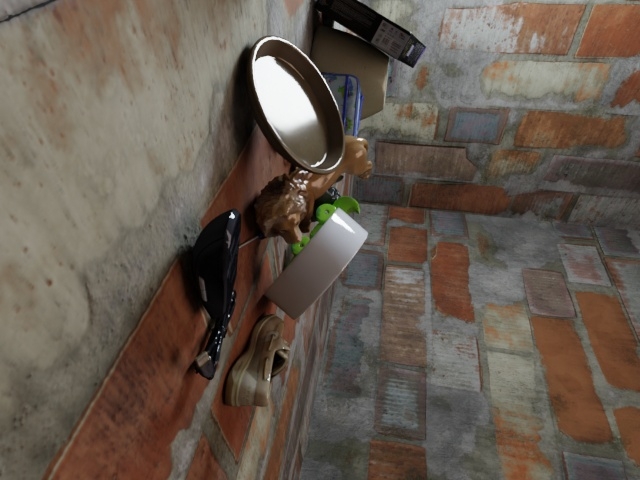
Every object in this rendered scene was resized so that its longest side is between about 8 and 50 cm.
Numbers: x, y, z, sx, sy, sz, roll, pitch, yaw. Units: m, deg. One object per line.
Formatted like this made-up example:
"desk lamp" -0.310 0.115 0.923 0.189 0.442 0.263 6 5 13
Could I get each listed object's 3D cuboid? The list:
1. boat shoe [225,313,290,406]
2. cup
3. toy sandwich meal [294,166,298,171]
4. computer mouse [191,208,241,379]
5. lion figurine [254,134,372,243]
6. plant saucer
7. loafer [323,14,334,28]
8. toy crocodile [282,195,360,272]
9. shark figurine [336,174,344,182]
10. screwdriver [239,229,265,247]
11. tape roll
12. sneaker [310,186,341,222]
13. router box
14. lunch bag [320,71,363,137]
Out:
"boat shoe" -0.117 0.265 0.945 0.302 0.098 0.109 -59 155 -72
"cup" 0.105 -0.538 1.415 0.331 0.237 0.331 6 90 -82
"toy sandwich meal" -0.069 -0.186 1.202 0.085 0.029 0.085 3 90 -79
"computer mouse" -0.166 0.086 0.613 0.262 0.060 0.184 105 -5 -48
"lion figurine" 0.000 -0.143 0.954 0.392 0.142 0.240 -51 171 -17
"plant saucer" -0.045 -0.254 0.810 0.278 0.041 0.278 30 51 -45
"loafer" 0.043 -0.775 1.408 0.170 0.061 0.062 87 11 -53
"toy crocodile" 0.000 0.000 1.284 0.340 0.105 0.115 -53 160 -22
"shark figurine" 0.030 -0.260 1.565 0.166 0.116 0.278 -76 171 -52
"screwdriver" -0.136 -0.007 0.881 0.025 0.024 0.170 -55 176 13
"tape roll" -0.012 0.056 1.028 0.286 0.100 0.286 -50 -178 2
"sneaker" 0.001 -0.157 1.353 0.286 0.130 0.109 80 13 -62
"router box" 0.163 -0.661 1.302 0.081 0.309 0.243 -58 169 26
"lunch bag" 0.033 -0.379 1.240 0.090 0.176 0.219 -40 137 -79
